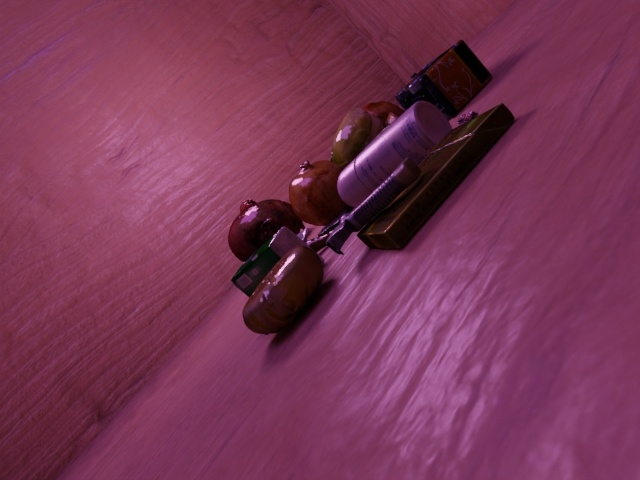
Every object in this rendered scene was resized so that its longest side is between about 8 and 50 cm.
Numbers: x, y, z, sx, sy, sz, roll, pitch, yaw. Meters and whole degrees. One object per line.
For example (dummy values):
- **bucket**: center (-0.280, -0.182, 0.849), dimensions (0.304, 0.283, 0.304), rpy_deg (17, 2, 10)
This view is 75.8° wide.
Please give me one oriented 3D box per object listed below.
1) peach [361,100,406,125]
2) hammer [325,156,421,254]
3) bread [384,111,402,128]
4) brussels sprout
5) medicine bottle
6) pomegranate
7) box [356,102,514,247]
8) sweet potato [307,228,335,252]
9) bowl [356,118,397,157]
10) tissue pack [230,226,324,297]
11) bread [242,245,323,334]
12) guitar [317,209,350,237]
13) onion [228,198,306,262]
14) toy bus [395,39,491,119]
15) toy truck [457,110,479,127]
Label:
- **peach**: center (0.266, -0.479, 1.738), dimensions (0.235, 0.215, 0.214), rpy_deg (-4, 27, 22)
- **hammer**: center (0.094, -0.062, 0.782), dimensions (0.226, 0.041, 0.159), rpy_deg (-43, 8, 33)
- **bread**: center (0.304, -0.435, 1.562), dimensions (0.086, 0.125, 0.156), rpy_deg (-62, 9, 13)
- **brussels sprout**: center (0.153, -0.350, 1.580), dimensions (0.259, 0.226, 0.295), rpy_deg (-96, 20, -67)
- **medicine bottle**: center (0.168, -0.196, 1.049), dimensions (0.341, 0.130, 0.130), rpy_deg (-38, 12, 49)
- **pomegranate**: center (-0.001, -0.167, 1.415), dimensions (0.248, 0.248, 0.248), rpy_deg (-45, 8, 8)
- **box**: center (0.202, -0.111, 0.762), dimensions (0.311, 0.043, 0.173), rpy_deg (-47, 8, -8)
- **sweet potato**: center (-0.038, 0.031, 1.239), dimensions (0.069, 0.060, 0.249), rpy_deg (0, -29, -45)
- **bowl**: center (0.197, -0.260, 1.275), dimensions (0.211, 0.112, 0.211), rpy_deg (-45, 7, 7)
- **tissue pack**: center (-0.105, 0.065, 1.095), dimensions (0.209, 0.148, 0.156), rpy_deg (-40, 12, 40)
- **bread**: center (-0.077, 0.111, 0.884), dimensions (0.213, 0.104, 0.213), rpy_deg (-47, 12, 13)
- **guitar**: center (-0.002, -0.001, 1.286), dimensions (0.271, 0.038, 0.084), rpy_deg (-41, 8, 34)
- **onion**: center (-0.238, -0.037, 1.857), dimensions (0.353, 0.353, 0.354), rpy_deg (-45, 8, 8)
- **toy bus**: center (0.370, -0.479, 1.298), dimensions (0.194, 0.162, 0.323), rpy_deg (-45, 10, 6)
- **toy truck**: center (0.338, -0.277, 0.943), dimensions (0.083, 0.024, 0.032), rpy_deg (-135, 66, -84)
